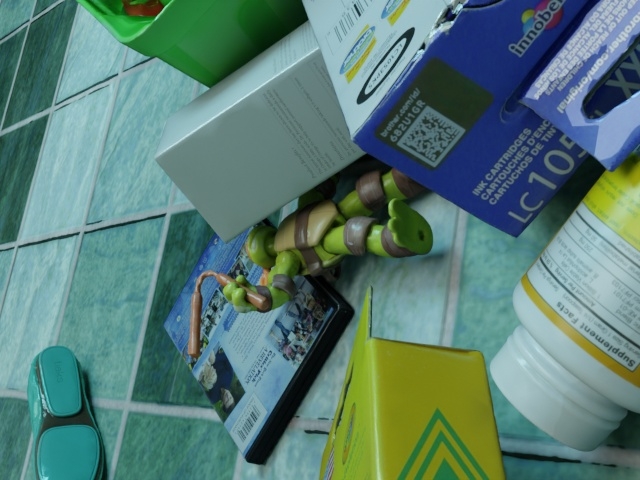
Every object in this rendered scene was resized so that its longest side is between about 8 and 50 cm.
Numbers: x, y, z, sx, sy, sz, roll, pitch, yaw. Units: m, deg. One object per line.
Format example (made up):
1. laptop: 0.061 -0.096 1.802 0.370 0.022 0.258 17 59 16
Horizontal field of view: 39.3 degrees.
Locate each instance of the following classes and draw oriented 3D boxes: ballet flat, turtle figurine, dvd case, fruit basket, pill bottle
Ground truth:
1. ballet flat: -0.319 0.246 1.116 0.247 0.083 0.087 -113 31 -43
2. turtle figurine: 0.000 0.000 0.803 0.217 0.087 0.269 -17 32 39
3. dvd case: -0.075 0.081 0.924 0.180 0.022 0.253 -59 38 11
4. fruit basket: -0.096 -0.347 0.817 0.392 0.392 0.283 -60 39 12
5. pill bottle: 0.198 0.020 0.535 0.215 0.117 0.117 -56 39 17

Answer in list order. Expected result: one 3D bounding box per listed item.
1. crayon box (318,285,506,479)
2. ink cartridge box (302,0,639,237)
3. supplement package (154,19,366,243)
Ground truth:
1. crayon box: 0.050 0.206 0.551 0.318 0.081 0.202 -90 10 -49
2. ink cartridge box: 0.128 -0.193 0.625 0.270 0.151 0.395 -52 24 22
3. supplement package: -0.044 -0.101 0.802 0.179 0.105 0.105 -31 26 13
